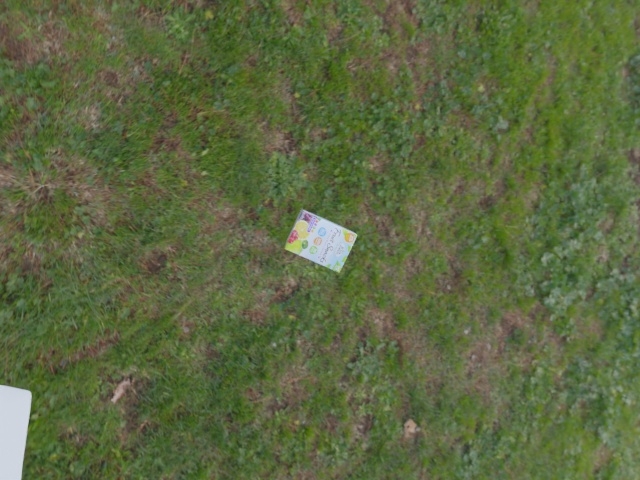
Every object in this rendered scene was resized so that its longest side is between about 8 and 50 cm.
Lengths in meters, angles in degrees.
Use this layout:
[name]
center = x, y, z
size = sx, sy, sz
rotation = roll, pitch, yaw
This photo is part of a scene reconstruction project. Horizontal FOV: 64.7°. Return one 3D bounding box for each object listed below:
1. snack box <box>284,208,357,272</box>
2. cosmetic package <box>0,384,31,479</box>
[snack box]
center = 0.000, 0.000, 1.176
size = 0.141, 0.037, 0.100
rotation = 24, 97, -9
[cosmetic package]
center = -0.294, 0.174, 0.235
size = 0.138, 0.224, 0.225
rotation = -39, 134, 16
